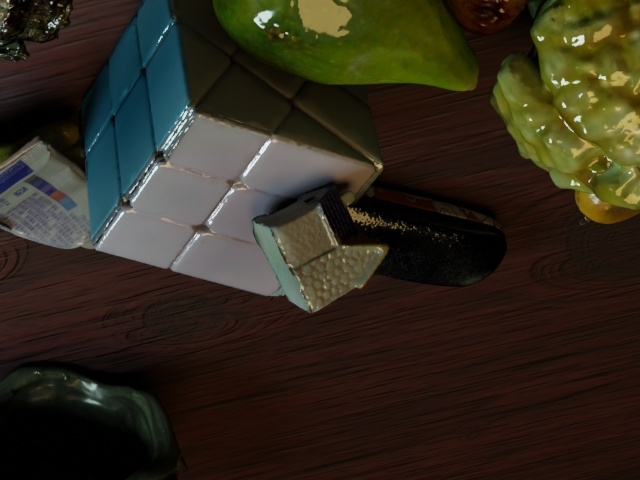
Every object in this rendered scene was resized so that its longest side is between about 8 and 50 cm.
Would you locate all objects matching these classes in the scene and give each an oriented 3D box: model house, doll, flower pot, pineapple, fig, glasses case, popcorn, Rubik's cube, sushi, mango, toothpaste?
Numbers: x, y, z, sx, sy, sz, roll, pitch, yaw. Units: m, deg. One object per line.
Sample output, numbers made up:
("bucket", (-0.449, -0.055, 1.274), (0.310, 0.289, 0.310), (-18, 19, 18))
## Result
("model house", (0.000, 0.000, 1.757), (0.100, 0.088, 0.101), (-31, 108, -12))
("doll", (-0.355, -0.085, 1.933), (0.209, 0.097, 0.137), (-21, 173, -11))
("flower pot", (-0.305, 0.299, 2.231), (0.301, 0.302, 0.213), (-1, 127, -11))
("pineapple", (-0.353, -0.182, 1.829), (0.124, 0.058, 0.058), (-11, 139, 0))
("fig", (0.135, -0.297, 1.772), (0.201, 0.134, 0.146), (29, 99, -12))
("glasses case", (0.095, -0.005, 2.118), (0.266, 0.067, 0.103), (13, 136, -26))
("popcorn", (0.336, -0.182, 1.790), (0.335, 0.274, 0.279), (-30, 163, -8))
("Rubik's cube", (-0.098, -0.108, 1.836), (0.221, 0.231, 0.225), (15, 132, -27))
("sushi", (-0.279, -0.256, 1.735), (0.078, 0.090, 0.150), (0, 144, -25))
("fig", (0.042, -0.221, 1.717), (0.275, 0.206, 0.206), (36, 125, -11))
("mango", (0.370, -0.081, 2.098), (0.187, 0.066, 0.101), (-40, 133, 18))
("toothpaste", (-0.294, -0.040, 1.929), (0.068, 0.099, 0.282), (26, 174, 19))
